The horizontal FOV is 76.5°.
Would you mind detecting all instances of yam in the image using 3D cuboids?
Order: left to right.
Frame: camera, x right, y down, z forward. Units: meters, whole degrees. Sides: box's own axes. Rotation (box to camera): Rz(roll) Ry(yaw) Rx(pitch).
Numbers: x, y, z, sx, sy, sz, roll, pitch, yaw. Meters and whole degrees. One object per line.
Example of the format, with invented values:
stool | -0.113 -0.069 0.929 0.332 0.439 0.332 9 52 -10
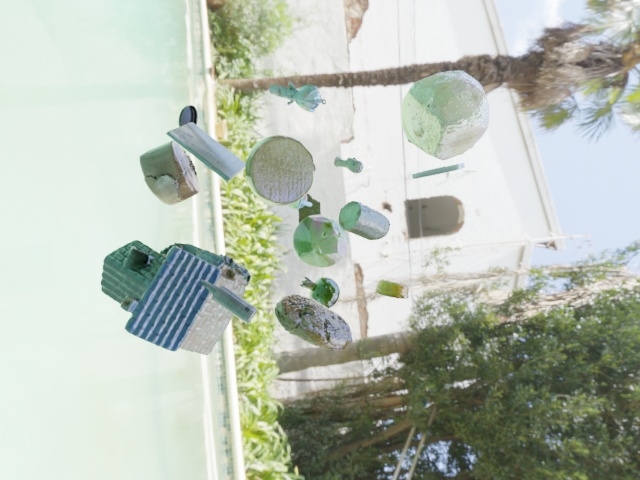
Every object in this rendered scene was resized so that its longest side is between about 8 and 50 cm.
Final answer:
yam | 0.232 -0.099 2.154 0.304 0.168 0.168 20 53 -50

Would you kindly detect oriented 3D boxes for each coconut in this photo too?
coconut | 0.000 0.000 1.617 0.236 0.204 0.236 54 21 -32
coconut | 0.451 -0.442 1.440 0.297 0.254 0.297 159 -90 -81

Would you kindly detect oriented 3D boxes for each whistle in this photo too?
whistle | -0.128 -0.837 2.349 0.142 0.346 0.134 87 26 -56

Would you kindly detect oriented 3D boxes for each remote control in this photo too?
remote control | 0.587 -0.348 2.036 0.250 0.103 0.034 -7 -81 39

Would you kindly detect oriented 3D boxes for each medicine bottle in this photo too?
medicine bottle | -0.290 0.179 1.254 0.058 0.199 0.057 -56 176 -6

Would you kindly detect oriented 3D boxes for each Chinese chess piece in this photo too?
Chinese chess piece | -0.154 -0.269 1.569 0.112 0.270 0.270 -155 -121 -75

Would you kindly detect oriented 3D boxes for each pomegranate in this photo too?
pomegranate | -0.003 0.277 2.254 0.187 0.225 0.187 -55 -169 17

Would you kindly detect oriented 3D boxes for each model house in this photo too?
model house | -0.585 0.161 1.554 0.395 0.445 0.400 -62 152 -7

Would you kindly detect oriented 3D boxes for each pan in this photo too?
pan | -0.606 -0.526 1.907 0.235 0.028 0.136 86 24 -55

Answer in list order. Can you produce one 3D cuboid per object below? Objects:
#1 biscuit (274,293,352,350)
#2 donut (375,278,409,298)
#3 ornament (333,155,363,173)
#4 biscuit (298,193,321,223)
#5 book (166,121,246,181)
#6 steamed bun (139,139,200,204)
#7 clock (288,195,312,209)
biscuit | -0.020 0.276 1.419 0.296 0.296 0.075 -121 -128 -69
donut | 0.366 0.239 2.046 0.190 0.174 0.075 5 93 -64
ornament | 0.156 -0.407 2.166 0.075 0.156 0.081 -1 108 -57
biscuit | -0.062 -0.185 2.317 0.026 0.131 0.237 77 9 -60
book | -0.436 -0.351 1.591 0.025 0.282 0.215 -47 -171 26
steamed bun | -0.753 -0.322 2.033 0.199 0.251 0.301 -123 -171 -64
clock | -0.137 -0.204 1.929 0.194 0.195 0.100 31 -80 46
